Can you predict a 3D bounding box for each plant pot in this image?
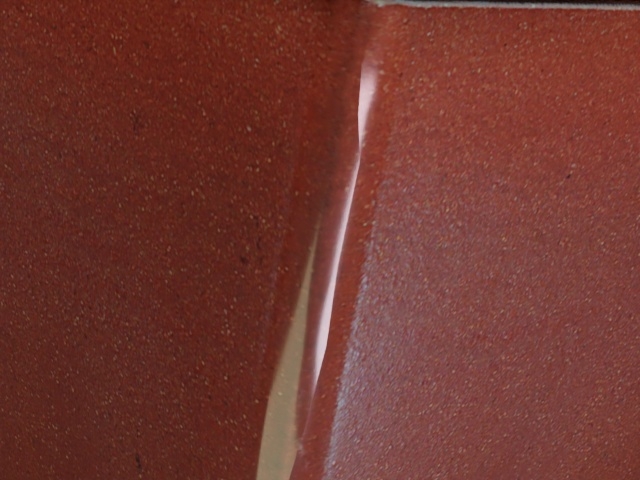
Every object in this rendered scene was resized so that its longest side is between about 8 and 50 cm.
[{"bbox_3d":[0.000,0.000,0.573,0.267,0.236,0.267,-7,-156,-43],"label":"plant pot"}]
